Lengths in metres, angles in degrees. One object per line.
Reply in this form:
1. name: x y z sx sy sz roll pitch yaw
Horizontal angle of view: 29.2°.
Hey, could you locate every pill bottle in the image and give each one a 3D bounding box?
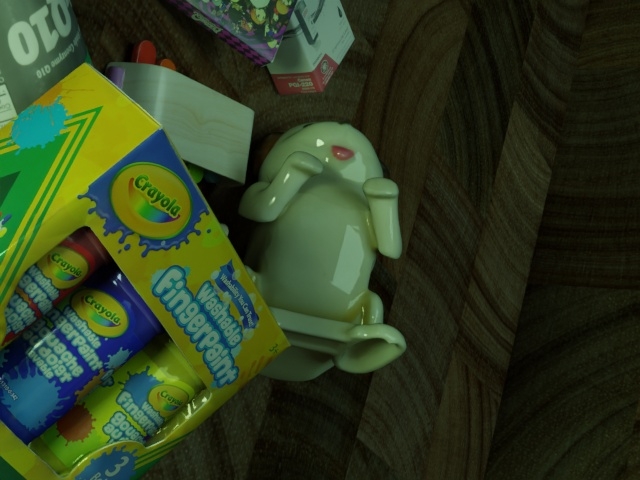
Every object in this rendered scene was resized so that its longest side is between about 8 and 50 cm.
1. pill bottle: -0.363 -0.203 1.360 0.204 0.204 0.361 -56 144 -42

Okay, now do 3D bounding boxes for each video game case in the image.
1. video game case: -0.131 -0.408 1.827 0.232 0.042 0.210 33 67 -30

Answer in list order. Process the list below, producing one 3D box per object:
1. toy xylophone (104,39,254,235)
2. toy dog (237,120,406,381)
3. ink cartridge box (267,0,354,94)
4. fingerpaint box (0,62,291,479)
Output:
1. toy xylophone: -0.200 -0.135 1.781 0.323 0.081 0.236 34 63 -56
2. toy dog: 0.000 0.000 1.928 0.395 0.285 0.408 101 -2 -66
3. ink cartridge box: -0.040 -0.374 2.033 0.158 0.092 0.218 -62 139 -37
4. fingerpaint box: -0.273 0.090 1.378 0.371 0.163 0.445 -41 143 -13
